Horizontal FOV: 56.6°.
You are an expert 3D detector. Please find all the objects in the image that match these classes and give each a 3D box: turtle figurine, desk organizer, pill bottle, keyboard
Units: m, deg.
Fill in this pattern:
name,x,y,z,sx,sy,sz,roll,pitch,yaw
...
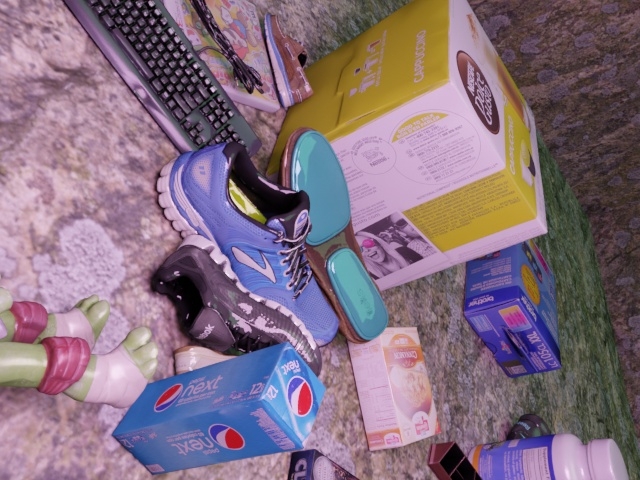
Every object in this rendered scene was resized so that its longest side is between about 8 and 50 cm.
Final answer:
name,x,y,z,sx,sy,sz,roll,pitch,yaw
turtle figurine,-0.255,0.030,0.446,0.266,0.197,0.275,26,55,-52
desk organizer,0.253,0.432,1.099,0.130,0.050,0.047,55,34,-21
pill bottle,0.437,0.458,1.150,0.152,0.271,0.153,34,46,-43
keyboard,-0.183,-0.251,0.825,0.317,0.033,0.202,54,51,-22

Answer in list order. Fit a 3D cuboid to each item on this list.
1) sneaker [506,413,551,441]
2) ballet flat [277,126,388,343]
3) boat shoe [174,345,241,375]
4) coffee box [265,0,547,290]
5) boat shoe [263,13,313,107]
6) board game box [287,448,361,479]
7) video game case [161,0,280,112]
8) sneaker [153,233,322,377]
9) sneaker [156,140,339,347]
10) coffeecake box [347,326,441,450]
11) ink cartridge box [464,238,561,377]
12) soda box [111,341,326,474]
name,x,y,z,sx,sy,sz,roll,pitch,yaw
sneaker,0.503,0.547,1.390,0.106,0.101,0.268,-21,90,-36
ballet flat,0.000,0.000,0.909,0.116,0.124,0.343,-32,108,-29
boat shoe,-0.117,0.162,0.715,0.135,0.050,0.045,21,57,-37
coffee box,0.161,-0.174,1.051,0.334,0.338,0.338,46,38,-31
boat shoe,-0.056,-0.320,1.047,0.066,0.066,0.183,89,-13,-75
board game box,0.008,0.415,0.751,0.165,0.042,0.243,45,39,-33
video game case,-0.163,-0.323,0.950,0.227,0.026,0.207,4,69,-56
sneaker,-0.104,0.097,0.694,0.234,0.078,0.106,43,34,4
sneaker,-0.066,0.016,0.781,0.330,0.147,0.130,55,34,-22
coffeecake box,0.125,0.245,1.003,0.142,0.068,0.186,11,63,-54
ink cartridge box,0.500,0.162,1.542,0.270,0.151,0.396,50,38,-26
soda box,-0.102,0.167,0.576,0.067,0.210,0.071,55,35,-21
